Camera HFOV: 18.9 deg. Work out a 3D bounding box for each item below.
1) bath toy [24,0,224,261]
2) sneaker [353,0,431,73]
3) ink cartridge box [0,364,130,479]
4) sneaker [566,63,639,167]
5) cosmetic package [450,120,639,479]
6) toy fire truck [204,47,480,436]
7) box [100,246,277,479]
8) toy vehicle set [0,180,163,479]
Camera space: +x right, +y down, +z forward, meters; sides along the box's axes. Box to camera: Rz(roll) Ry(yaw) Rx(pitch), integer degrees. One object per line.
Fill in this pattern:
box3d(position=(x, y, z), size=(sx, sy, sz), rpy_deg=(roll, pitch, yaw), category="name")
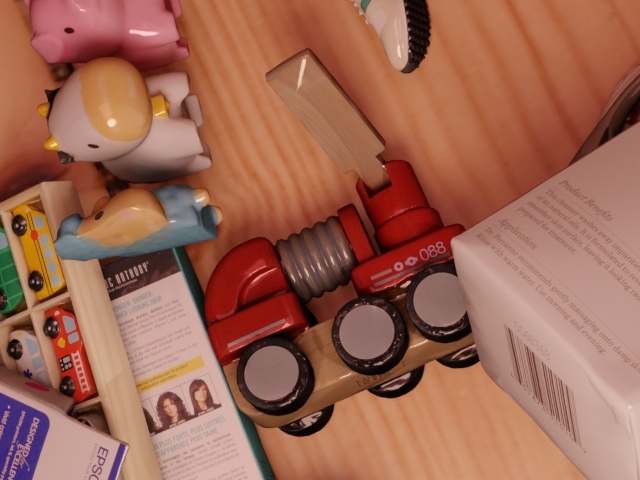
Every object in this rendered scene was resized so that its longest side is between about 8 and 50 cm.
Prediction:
box3d(position=(-0.173, -0.156, 1.513), size=(0.129, 0.151, 0.348), rpy_deg=(-13, 69, 4), category="bath toy")
box3d(position=(0.039, -0.209, 1.570), size=(0.075, 0.057, 0.161), rpy_deg=(-14, 84, 22), category="sneaker")
box3d(position=(-0.313, 0.168, 1.501), size=(0.371, 0.069, 0.175), rpy_deg=(22, 97, 26), category="ink cartridge box")
box3d(position=(0.223, -0.034, 1.497), size=(0.100, 0.108, 0.271), rpy_deg=(29, 89, 7), category="sneaker")
box3d(position=(0.313, 0.005, 1.370), size=(0.385, 0.156, 0.217), rpy_deg=(-29, 46, -13), category="cosmetic package")
box3d(position=(0.000, 0.000, 1.509), size=(0.217, 0.158, 0.246), rpy_deg=(-24, 70, 4), category="toy fire truck")
box3d(position=(-0.116, 0.130, 1.535), size=(0.101, 0.060, 0.244), rpy_deg=(-23, 78, 5), category="box")
box3d(position=(-0.226, 0.103, 1.530), size=(0.166, 0.035, 0.266), rpy_deg=(-24, 80, 37), category="toy vehicle set")
